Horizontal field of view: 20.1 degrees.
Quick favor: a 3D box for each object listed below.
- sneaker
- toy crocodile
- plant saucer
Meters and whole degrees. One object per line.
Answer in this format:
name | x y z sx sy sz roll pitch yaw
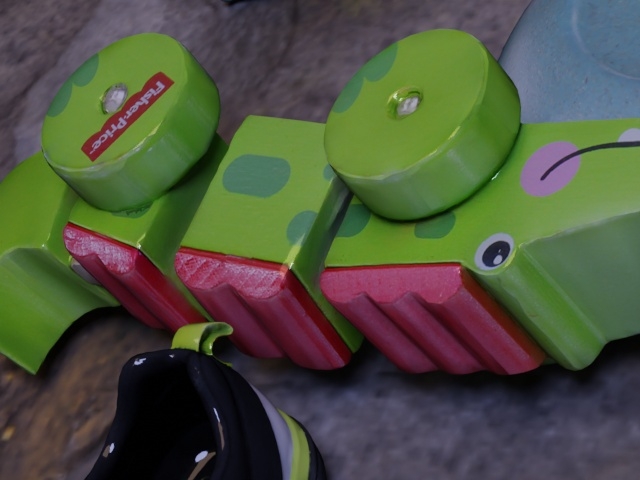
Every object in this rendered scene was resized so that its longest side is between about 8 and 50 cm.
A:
sneaker | -0.072 0.130 0.571 0.084 0.097 0.235 -4 49 29
toy crocodile | 0.000 0.000 0.641 0.340 0.115 0.105 3 58 37
plant saucer | 0.149 -0.085 0.685 0.195 0.037 0.195 -17 44 17
